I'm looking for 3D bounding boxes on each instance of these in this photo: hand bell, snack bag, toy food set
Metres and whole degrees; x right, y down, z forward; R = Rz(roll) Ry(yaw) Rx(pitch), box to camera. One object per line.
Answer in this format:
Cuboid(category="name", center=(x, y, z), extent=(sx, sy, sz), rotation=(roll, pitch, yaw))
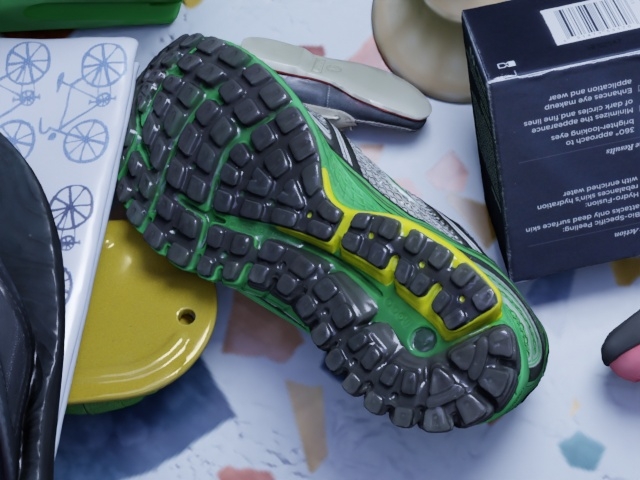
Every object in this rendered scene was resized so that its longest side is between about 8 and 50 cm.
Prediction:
Cuboid(category="hand bell", center=(0.095, -0.182, 1.147), extent=(0.126, 0.242, 0.126), rotation=(0, 76, 1))
Cuboid(category="snack bag", center=(-0.299, 0.009, 1.163), extent=(0.342, 0.037, 0.323), rotation=(3, 65, 15))
Cuboid(category="toy food set", center=(-0.171, 0.061, 1.188), extent=(0.217, 0.071, 0.128), rotation=(-4, 60, 2))

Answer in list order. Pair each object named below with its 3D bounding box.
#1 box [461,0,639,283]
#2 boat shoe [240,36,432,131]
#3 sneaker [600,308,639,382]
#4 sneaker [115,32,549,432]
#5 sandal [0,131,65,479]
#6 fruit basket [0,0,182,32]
Cuboid(category="box", center=(0.178, -0.073, 1.152), extent=(0.156, 0.158, 0.093), rotation=(-12, 36, -1))
Cuboid(category="boat shoe", center=(0.006, -0.096, 1.232), extent=(0.137, 0.049, 0.043), rotation=(17, 120, 4))
Cuboid(category="sneaker", center=(0.335, 0.074, 1.141), extent=(0.313, 0.116, 0.136), rotation=(-8, 77, 0))
Cuboid(category="sneaker", center=(0.000, 0.000, 1.172), extent=(0.343, 0.146, 0.134), rotation=(44, 101, 21))
Cuboid(category="sandal", center=(-0.223, 0.078, 1.026), extent=(0.167, 0.107, 0.446), rotation=(-15, 59, 1))
Cuboid(category="fruit basket", center=(-0.233, -0.335, 1.173), extent=(0.392, 0.283, 0.392), rotation=(3, 78, -13))
